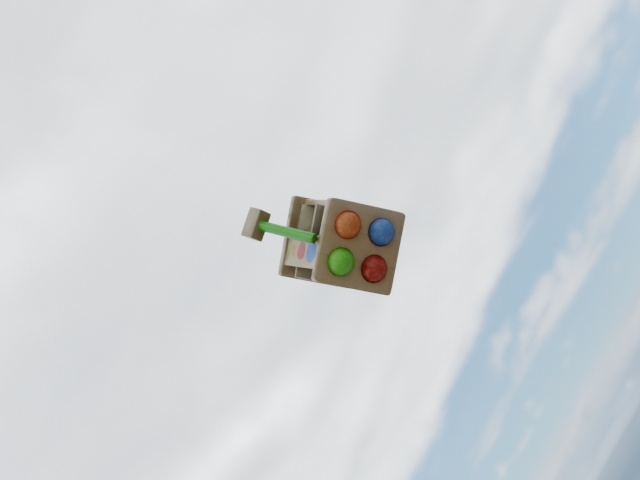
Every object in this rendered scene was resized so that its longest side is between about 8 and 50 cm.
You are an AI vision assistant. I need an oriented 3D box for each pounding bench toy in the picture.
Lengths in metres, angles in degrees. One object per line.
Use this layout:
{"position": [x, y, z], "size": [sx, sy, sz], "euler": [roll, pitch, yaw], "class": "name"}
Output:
{"position": [0.000, 0.000, 0.770], "size": [0.065, 0.083, 0.052], "euler": [6, 85, 66], "class": "pounding bench toy"}
